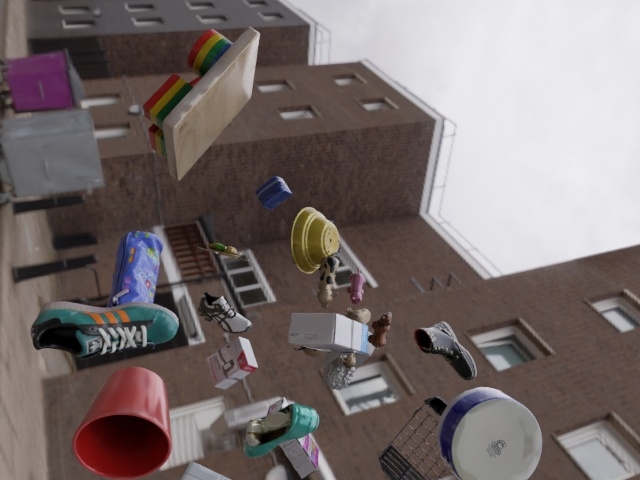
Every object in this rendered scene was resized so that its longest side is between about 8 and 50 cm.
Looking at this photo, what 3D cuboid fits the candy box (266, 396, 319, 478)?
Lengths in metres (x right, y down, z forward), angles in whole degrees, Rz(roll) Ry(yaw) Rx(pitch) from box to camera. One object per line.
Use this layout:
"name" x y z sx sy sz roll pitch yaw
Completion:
"candy box" -0.096 0.677 2.109 0.233 0.071 0.159 58 3 -3

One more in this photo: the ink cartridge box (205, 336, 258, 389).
"ink cartridge box" -0.295 0.407 2.027 0.063 0.150 0.109 35 25 -54

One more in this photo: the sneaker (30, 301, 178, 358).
"sneaker" -0.463 0.204 1.321 0.121 0.302 0.108 -106 -160 -61

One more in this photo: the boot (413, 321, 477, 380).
"boot" 0.437 0.399 2.165 0.085 0.178 0.236 -46 -120 30

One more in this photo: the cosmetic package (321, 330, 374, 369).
"cosmetic package" 0.113 0.437 2.401 0.127 0.107 0.238 37 -41 0

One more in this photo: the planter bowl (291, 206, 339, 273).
"planter bowl" 0.000 0.000 1.970 0.090 0.217 0.217 0 -78 30

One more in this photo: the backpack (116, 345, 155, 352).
"backpack" -0.696 0.325 2.301 0.173 0.158 0.117 -121 -150 -61

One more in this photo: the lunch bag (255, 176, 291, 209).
"lunch bag" -0.144 -0.142 1.816 0.065 0.098 0.067 60 14 20

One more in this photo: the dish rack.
"dish rack" 0.313 0.618 1.802 0.208 0.271 0.074 44 -11 -2

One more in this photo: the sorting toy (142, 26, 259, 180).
"sorting toy" -0.239 -0.279 1.206 0.089 0.255 0.257 36 -18 1

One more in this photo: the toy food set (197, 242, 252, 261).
"toy food set" -0.359 0.037 2.310 0.132 0.192 0.039 12 -94 39

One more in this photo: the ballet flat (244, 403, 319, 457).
"ballet flat" -0.114 0.420 1.376 0.247 0.087 0.083 -33 -142 34

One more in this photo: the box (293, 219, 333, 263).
"box" -0.029 0.006 2.475 0.077 0.147 0.180 -9 -101 58

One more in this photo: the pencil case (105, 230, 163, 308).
"pencil case" -0.488 0.106 1.592 0.133 0.119 0.306 75 8 -45

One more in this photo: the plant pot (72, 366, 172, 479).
"plant pot" -0.574 0.532 1.839 0.243 0.274 0.275 -103 -168 -62

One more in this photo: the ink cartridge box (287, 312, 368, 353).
"ink cartridge box" 0.023 0.245 1.602 0.139 0.190 0.082 -3 -109 29

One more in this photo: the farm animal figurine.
"farm animal figurine" 0.055 0.235 1.854 0.330 0.327 0.172 46 -10 2

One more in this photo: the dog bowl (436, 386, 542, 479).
"dog bowl" 0.458 0.543 1.664 0.104 0.264 0.265 -168 -111 -80

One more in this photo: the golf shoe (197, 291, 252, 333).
"golf shoe" -0.312 0.234 1.989 0.198 0.077 0.094 20 -56 14

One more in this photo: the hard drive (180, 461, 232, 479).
"hard drive" -0.263 0.686 1.334 0.353 0.233 0.047 -63 177 -50
